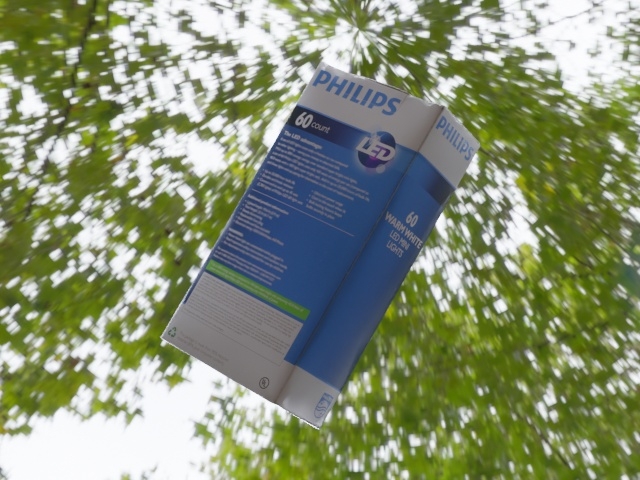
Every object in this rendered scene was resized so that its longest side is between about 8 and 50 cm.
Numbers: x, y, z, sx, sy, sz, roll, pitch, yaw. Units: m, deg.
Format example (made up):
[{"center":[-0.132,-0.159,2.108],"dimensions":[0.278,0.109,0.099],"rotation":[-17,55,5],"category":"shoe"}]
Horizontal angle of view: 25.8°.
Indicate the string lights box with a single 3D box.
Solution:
[{"center":[0.000,0.000,1.102],"dimensions":[0.133,0.077,0.260],"rotation":[26,-97,37],"category":"string lights box"}]
